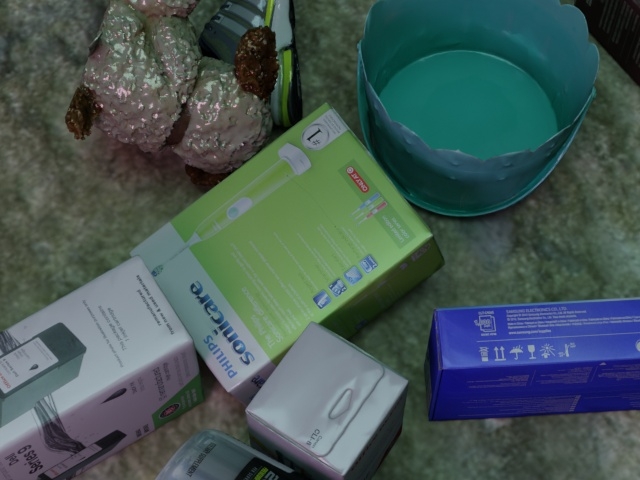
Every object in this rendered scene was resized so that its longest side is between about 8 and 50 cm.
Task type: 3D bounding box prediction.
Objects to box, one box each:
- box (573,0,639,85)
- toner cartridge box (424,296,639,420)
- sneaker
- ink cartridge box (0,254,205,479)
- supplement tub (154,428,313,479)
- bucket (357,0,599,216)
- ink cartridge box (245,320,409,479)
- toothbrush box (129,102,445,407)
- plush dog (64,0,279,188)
[{"bbox_3d":[0.507,-0.232,1.833,0.191,0.143,0.381,-31,67,-15],"label":"box"},{"bbox_3d":[0.293,0.129,1.643,0.347,0.165,0.075,-3,65,-2],"label":"toner cartridge box"},{"bbox_3d":[-0.093,-0.275,1.868,0.121,0.111,0.300,-6,63,1],"label":"sneaker"},{"bbox_3d":[-0.280,0.168,1.597,0.289,0.211,0.121,-30,70,-13],"label":"ink cartridge box"},{"bbox_3d":[-0.022,0.352,1.511,0.338,0.207,0.207,26,67,11],"label":"supplement tub"},{"bbox_3d":[0.179,-0.173,1.776,0.281,0.183,0.281,0,64,0],"label":"bucket"},{"bbox_3d":[0.008,0.194,1.603,0.127,0.176,0.128,31,68,13],"label":"ink cartridge box"},{"bbox_3d":[-0.035,0.020,1.684,0.283,0.122,0.206,-38,70,-2],"label":"toothbrush box"},{"bbox_3d":[-0.162,-0.164,1.729,0.225,0.262,0.211,20,44,-7],"label":"plush dog"}]
